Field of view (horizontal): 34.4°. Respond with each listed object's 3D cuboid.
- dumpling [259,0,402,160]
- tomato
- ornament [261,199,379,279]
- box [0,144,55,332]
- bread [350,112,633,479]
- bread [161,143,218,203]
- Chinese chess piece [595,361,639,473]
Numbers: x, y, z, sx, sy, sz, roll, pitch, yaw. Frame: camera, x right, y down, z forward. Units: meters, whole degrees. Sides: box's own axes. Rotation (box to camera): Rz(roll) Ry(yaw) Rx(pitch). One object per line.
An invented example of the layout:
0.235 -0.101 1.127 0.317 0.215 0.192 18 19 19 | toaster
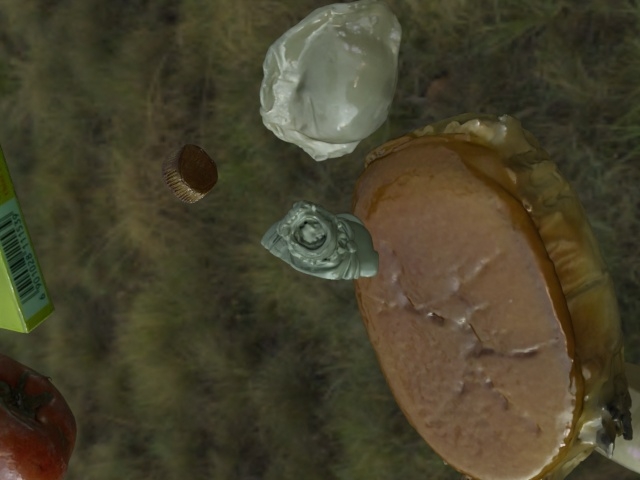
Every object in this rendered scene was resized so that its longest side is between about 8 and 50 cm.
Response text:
0.009 -0.223 1.413 0.258 0.193 0.147 -60 28 33 | dumpling
-0.425 0.245 1.422 0.095 0.236 0.237 -43 49 14 | tomato
0.002 0.000 0.603 0.092 0.068 0.041 -154 79 -80 | ornament
-0.357 -0.081 0.912 0.187 0.047 0.335 7 121 30 | box
0.164 0.069 1.044 0.236 0.183 0.389 -16 98 46 | bread
-0.199 -0.098 1.550 0.053 0.085 0.085 -24 72 43 | bread
0.476 0.255 1.413 0.273 0.273 0.102 32 105 55 | Chinese chess piece
